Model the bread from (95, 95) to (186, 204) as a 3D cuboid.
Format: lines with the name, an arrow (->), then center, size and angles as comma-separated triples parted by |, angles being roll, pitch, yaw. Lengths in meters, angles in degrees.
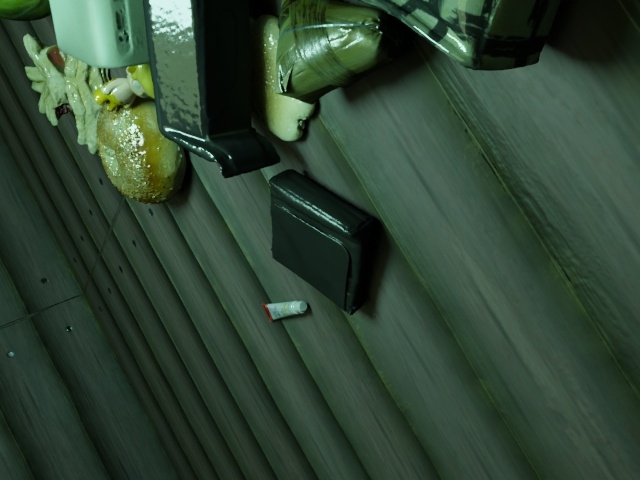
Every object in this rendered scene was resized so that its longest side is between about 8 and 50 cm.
bread -> -0.480, -0.235, 1.520 | 0.305, 0.158, 0.306 | 30, 132, 39

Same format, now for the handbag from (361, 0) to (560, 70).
handbag -> 0.147, -0.403, 0.652 | 0.327, 0.162, 0.325 | 44, 136, 38

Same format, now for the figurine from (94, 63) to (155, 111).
figurine -> -0.409, -0.370, 1.348 | 0.246, 0.156, 0.131 | -16, 72, 17

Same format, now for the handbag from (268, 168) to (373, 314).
handbag -> 0.000, 0.000, 1.134 | 0.247, 0.080, 0.223 | 34, 141, 32

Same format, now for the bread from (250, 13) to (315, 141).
bread -> -0.096, -0.317, 1.095 | 0.251, 0.039, 0.182 | 54, 143, 16

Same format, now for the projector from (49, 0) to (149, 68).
projector -> -0.405, -0.512, 1.189 | 0.248, 0.248, 0.249 | 31, 131, 37

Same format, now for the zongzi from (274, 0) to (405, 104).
zongzi -> 0.025, -0.350, 0.893 | 0.221, 0.112, 0.242 | -9, 76, 42

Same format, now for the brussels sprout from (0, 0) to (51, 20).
brussels sprout -> -0.778, -0.724, 1.512 | 0.354, 0.289, 0.282 | -11, 91, 30

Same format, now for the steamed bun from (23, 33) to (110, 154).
steamed bun -> -0.732, -0.461, 1.692 | 0.247, 0.189, 0.428 | 38, 137, 43

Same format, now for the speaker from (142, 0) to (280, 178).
speaker -> -0.183, -0.327, 1.029 | 0.184, 0.180, 0.389 | 22, 123, 38

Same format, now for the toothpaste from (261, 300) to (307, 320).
toothpaste -> -0.088, 0.163, 1.372 | 0.190, 0.031, 0.048 | -19, 98, 56
